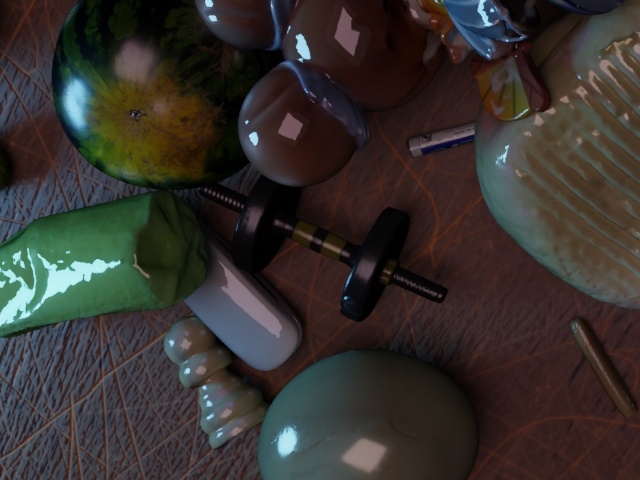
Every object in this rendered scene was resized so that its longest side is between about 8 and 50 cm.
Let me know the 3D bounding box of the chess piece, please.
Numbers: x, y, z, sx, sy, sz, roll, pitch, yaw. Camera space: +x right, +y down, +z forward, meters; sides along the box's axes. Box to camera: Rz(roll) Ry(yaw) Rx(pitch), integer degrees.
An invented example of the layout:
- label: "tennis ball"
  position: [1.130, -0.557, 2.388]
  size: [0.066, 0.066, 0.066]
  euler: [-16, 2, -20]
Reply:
- label: "chess piece"
  position: [-0.144, 0.178, 1.373]
  size: [0.094, 0.094, 0.170]
  euler: [-37, 84, 19]

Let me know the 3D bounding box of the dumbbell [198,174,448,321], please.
- label: "dumbbell"
  position: [0.000, 0.000, 1.267]
  size: [0.325, 0.143, 0.143]
  euler: [24, 105, 11]

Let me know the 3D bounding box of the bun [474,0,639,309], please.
- label: "bun"
  position: [0.342, -0.108, 1.108]
  size: [0.361, 0.213, 0.361]
  euler: [5, 122, 8]

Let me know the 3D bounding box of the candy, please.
- label: "candy"
  position: [-0.297, 0.034, 1.337]
  size: [0.344, 0.132, 0.142]
  euler: [-14, 115, 34]

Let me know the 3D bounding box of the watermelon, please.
- label: "watermelon"
  position: [-0.179, -0.185, 1.232]
  size: [0.269, 0.269, 0.269]
  euler: [3, 100, 16]

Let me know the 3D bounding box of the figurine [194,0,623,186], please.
- label: "figurine"
  position: [0.079, -0.227, 1.041]
  size: [0.388, 0.248, 0.276]
  euler: [-17, 88, 48]

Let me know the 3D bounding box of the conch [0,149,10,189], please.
- label: "conch"
  position: [-0.466, -0.105, 1.422]
  size: [0.089, 0.074, 0.121]
  euler: [11, 141, 15]

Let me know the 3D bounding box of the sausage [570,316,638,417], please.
- label: "sausage"
  position: [0.335, 0.150, 1.257]
  size: [0.024, 0.024, 0.132]
  euler: [-32, 90, 19]

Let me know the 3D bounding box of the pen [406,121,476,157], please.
- label: "pen"
  position: [0.201, -0.132, 1.247]
  size: [0.204, 0.025, 0.025]
  euler: [-13, 96, 18]

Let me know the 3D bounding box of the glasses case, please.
- label: "glasses case"
  position: [-0.121, 0.067, 1.357]
  size: [0.233, 0.059, 0.092]
  euler: [43, 112, 7]

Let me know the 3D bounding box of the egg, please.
- label: "egg"
  position: [0.053, 0.238, 1.254]
  size: [0.269, 0.219, 0.219]
  euler: [-22, 93, 14]
